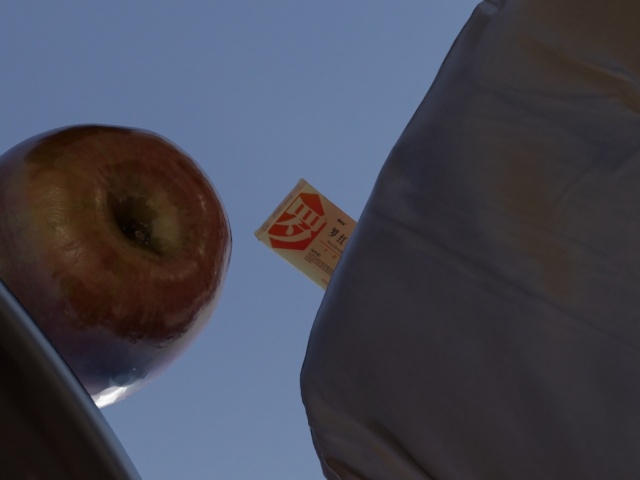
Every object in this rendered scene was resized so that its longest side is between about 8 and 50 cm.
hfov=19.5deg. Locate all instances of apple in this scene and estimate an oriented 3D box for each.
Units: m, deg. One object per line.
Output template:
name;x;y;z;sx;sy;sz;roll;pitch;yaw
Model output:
apple;-0.154;0.018;1.178;0.199;0.199;0.199;39;-148;-29

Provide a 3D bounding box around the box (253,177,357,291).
box;0.000;0.000;1.422;0.093;0.058;0.015;39;-174;-33

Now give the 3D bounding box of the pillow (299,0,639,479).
pillow;0.111;0.034;0.411;0.270;0.173;0.067;29;179;38

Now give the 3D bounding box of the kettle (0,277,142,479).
kettle;-0.187;0.112;0.867;0.232;0.202;0.144;54;-150;-23
